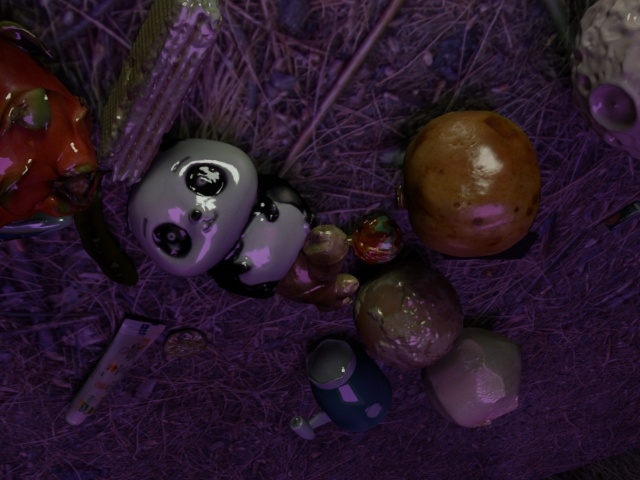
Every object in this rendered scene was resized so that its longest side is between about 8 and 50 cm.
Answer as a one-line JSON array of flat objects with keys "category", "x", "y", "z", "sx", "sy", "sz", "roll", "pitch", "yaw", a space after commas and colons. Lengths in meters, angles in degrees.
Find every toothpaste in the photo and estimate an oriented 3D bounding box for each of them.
[{"category": "toothpaste", "x": -0.406, "y": 0.254, "z": 1.055, "sx": 0.056, "sy": 0.058, "sz": 0.314, "roll": 43, "pitch": 114, "yaw": 2}]

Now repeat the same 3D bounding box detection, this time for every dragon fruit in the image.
[{"category": "dragon fruit", "x": -0.346, "y": -0.113, "z": 0.561, "sx": 0.227, "sy": 0.224, "sz": 0.224, "roll": 0, "pitch": 135, "yaw": -19}]

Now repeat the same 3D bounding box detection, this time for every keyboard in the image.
[{"category": "keyboard", "x": 0.339, "y": 0.011, "z": 1.100, "sx": 0.196, "sy": 0.015, "sz": 0.074, "roll": 0, "pitch": 139, "yaw": -20}]

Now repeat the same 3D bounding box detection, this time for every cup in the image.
[{"category": "cup", "x": 0.050, "y": 0.303, "z": 1.202, "sx": 0.300, "sy": 0.167, "sz": 0.173, "roll": -44, "pitch": 129, "yaw": -12}]

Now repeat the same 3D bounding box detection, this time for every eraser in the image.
[{"category": "eraser", "x": 0.615, "y": -0.045, "z": 1.132, "sx": 0.099, "sy": 0.027, "sz": 0.019, "roll": -36, "pitch": 144, "yaw": 19}]

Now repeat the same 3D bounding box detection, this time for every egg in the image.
[{"category": "egg", "x": 0.164, "y": 0.140, "z": 1.035, "sx": 0.203, "sy": 0.203, "sz": 0.245, "roll": -28, "pitch": 155, "yaw": 10}]

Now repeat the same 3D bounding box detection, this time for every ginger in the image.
[{"category": "ginger", "x": -0.006, "y": 0.067, "z": 0.917, "sx": 0.148, "sy": 0.081, "sz": 0.333, "roll": -19, "pitch": 154, "yaw": 4}]

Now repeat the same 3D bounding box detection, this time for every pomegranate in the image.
[{"category": "pomegranate", "x": 0.209, "y": -0.083, "z": 0.812, "sx": 0.215, "sy": 0.215, "sz": 0.215, "roll": -11, "pitch": 138, "yaw": -10}]

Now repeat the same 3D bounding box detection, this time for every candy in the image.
[{"category": "candy", "x": 0.000, "y": 0.000, "z": 0.931, "sx": 0.288, "sy": 0.078, "sz": 0.084, "roll": 1, "pitch": 139, "yaw": -10}]

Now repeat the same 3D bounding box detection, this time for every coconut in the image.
[{"category": "coconut", "x": 0.361, "y": 0.308, "z": 1.281, "sx": 0.234, "sy": 0.224, "sz": 0.224, "roll": -29, "pitch": 139, "yaw": 30}]

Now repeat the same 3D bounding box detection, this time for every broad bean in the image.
[{"category": "broad bean", "x": -0.318, "y": -0.004, "z": 0.818, "sx": 0.069, "sy": 0.039, "sz": 0.227, "roll": -12, "pitch": 138, "yaw": -17}]

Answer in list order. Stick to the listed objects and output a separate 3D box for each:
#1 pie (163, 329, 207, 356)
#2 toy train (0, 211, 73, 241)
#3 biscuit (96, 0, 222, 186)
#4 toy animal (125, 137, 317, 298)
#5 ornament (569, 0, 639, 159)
[{"category": "pie", "x": -0.261, "y": 0.201, "z": 1.075, "sx": 0.085, "sy": 0.017, "sz": 0.085, "roll": -11, "pitch": 137, "yaw": -10}, {"category": "toy train", "x": -0.457, "y": -0.023, "z": 0.736, "sx": 0.234, "sy": 0.052, "sz": 0.051, "roll": -11, "pitch": 133, "yaw": -9}, {"category": "biscuit", "x": -0.186, "y": -0.181, "z": 0.623, "sx": 0.062, "sy": 0.108, "sz": 0.239, "roll": 18, "pitch": 127, "yaw": -32}, {"category": "toy animal", "x": -0.142, "y": -0.033, "z": 0.753, "sx": 0.235, "sy": 0.165, "sz": 0.187, "roll": 29, "pitch": 92, "yaw": -41}, {"category": "ornament", "x": 0.445, "y": -0.224, "z": 0.701, "sx": 0.225, "sy": 0.259, "sz": 0.259, "roll": -37, "pitch": 141, "yaw": -13}]
